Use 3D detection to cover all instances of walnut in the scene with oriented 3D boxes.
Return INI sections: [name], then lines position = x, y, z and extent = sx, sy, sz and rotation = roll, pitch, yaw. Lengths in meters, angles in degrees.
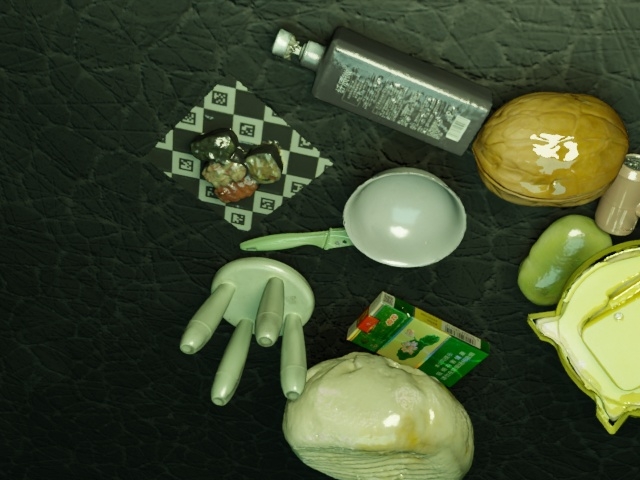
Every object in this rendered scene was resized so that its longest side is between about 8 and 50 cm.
[walnut]
position = 0.314, -0.124, 1.071
extent = 0.207, 0.167, 0.167
rotation = 1, 131, 10

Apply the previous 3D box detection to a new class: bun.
[bun]
position = 0.111, 0.332, 1.456
extent = 0.365, 0.219, 0.365
rotation = 9, 152, 5

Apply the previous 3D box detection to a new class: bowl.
[bowl]
position = 0.132, -0.055, 1.216
extent = 0.189, 0.086, 0.189
rotation = 4, 131, 5

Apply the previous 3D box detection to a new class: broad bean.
[broad bean]
position = 0.391, 0.040, 1.252
extent = 0.124, 0.082, 0.174
rotation = 28, 132, -11

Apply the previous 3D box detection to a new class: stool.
[stool]
position = -0.117, 0.163, 1.383
extent = 0.195, 0.198, 0.195
rotation = -9, 131, 17

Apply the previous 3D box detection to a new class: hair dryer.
[hair dryer]
position = 0.496, -0.041, 1.127
extent = 0.182, 0.064, 0.117
rotation = 33, 138, 29

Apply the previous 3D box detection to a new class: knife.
[knife]
position = 0.000, -0.001, 1.333
extent = 0.293, 0.020, 0.043
rotation = -7, 127, 16

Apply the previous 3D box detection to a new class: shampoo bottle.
[shampoo bottle]
position = 0.079, -0.220, 1.088
extent = 0.310, 0.071, 0.098
rotation = 20, 133, -8

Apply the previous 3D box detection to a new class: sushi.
[sushi]
position = -0.137, -0.115, 1.239
extent = 0.220, 0.047, 0.231
rotation = 39, 127, -22

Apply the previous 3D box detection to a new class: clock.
[clock]
position = 0.499, 0.134, 1.193
extent = 0.293, 0.071, 0.277
rotation = -29, 95, 23

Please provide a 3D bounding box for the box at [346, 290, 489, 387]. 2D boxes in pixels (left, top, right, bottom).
[box]
position = 0.182, 0.189, 1.456
extent = 0.235, 0.034, 0.132
rotation = 27, 132, -13
